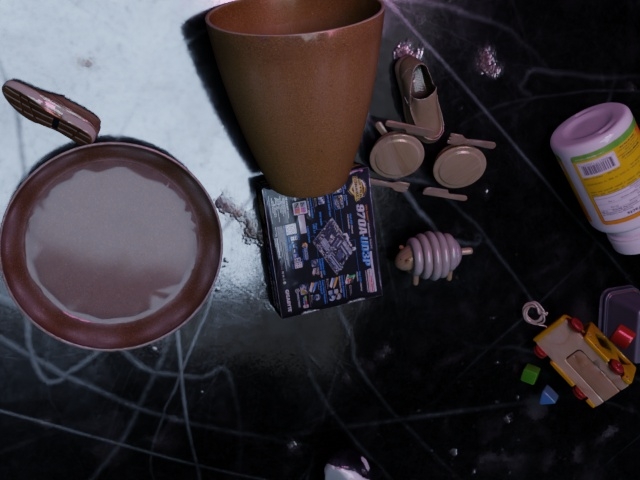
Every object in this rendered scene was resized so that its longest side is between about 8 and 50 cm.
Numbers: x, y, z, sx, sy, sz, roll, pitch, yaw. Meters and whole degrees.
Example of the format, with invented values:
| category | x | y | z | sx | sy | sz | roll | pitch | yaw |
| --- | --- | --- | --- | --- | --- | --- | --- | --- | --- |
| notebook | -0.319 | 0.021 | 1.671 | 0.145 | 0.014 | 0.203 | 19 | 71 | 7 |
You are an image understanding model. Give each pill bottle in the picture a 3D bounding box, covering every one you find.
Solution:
| category | x | y | z | sx | sy | sz | roll | pitch | yaw |
| --- | --- | --- | --- | --- | --- | --- | --- | --- | --- |
| pill bottle | 0.505 | -0.100 | 1.280 | 0.136 | 0.136 | 0.245 | -37 | 113 | -6 |

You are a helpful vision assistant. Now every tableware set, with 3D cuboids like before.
| category | x | y | z | sx | sy | sz | roll | pitch | yaw |
| --- | --- | --- | --- | --- | --- | --- | --- | --- | --- |
| tableware set | 0.171 | -0.134 | 1.202 | 0.194 | 0.039 | 0.128 | 9 | 133 | -14 |

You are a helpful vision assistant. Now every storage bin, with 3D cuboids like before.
| category | x | y | z | sx | sy | sz | roll | pitch | yaw |
| --- | --- | --- | --- | --- | --- | --- | --- | --- | --- |
| storage bin | 0.592 | 0.163 | 1.403 | 0.098 | 0.091 | 0.135 | -7 | 107 | -17 |

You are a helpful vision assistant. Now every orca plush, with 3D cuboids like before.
| category | x | y | z | sx | sy | sz | roll | pitch | yaw |
| --- | --- | --- | --- | --- | --- | --- | --- | --- | --- |
| orca plush | 0.099 | 0.449 | 1.310 | 0.102 | 0.151 | 0.287 | -49 | 114 | -36 |

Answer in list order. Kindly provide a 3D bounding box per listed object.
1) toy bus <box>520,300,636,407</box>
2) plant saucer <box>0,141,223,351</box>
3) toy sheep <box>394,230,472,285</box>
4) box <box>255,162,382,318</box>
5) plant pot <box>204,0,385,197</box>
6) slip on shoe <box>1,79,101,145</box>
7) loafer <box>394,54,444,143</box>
| category | x | y | z | sx | sy | sz | roll | pitch | yaw |
| --- | --- | --- | --- | --- | --- | --- | --- | --- | --- |
| toy bus | 0.474 | 0.199 | 1.364 | 0.104 | 0.191 | 0.202 | -30 | 121 | -56 |
| plant saucer | -0.300 | 0.009 | 1.088 | 0.311 | 0.050 | 0.310 | -4 | 104 | -17 |
| toy sheep | 0.187 | 0.026 | 1.236 | 0.132 | 0.091 | 0.091 | -10 | 107 | -10 |
| box | 0.000 | 0.000 | 1.183 | 0.175 | 0.051 | 0.220 | -13 | 108 | -15 |
| plant pot | -0.024 | -0.197 | 1.048 | 0.237 | 0.237 | 0.254 | -14 | 122 | -15 |
| slip on shoe | -0.365 | -0.181 | 1.022 | 0.135 | 0.051 | 0.041 | 28 | 54 | -15 |
| loafer | 0.159 | -0.220 | 1.179 | 0.056 | 0.050 | 0.148 | -29 | 111 | -9 |
